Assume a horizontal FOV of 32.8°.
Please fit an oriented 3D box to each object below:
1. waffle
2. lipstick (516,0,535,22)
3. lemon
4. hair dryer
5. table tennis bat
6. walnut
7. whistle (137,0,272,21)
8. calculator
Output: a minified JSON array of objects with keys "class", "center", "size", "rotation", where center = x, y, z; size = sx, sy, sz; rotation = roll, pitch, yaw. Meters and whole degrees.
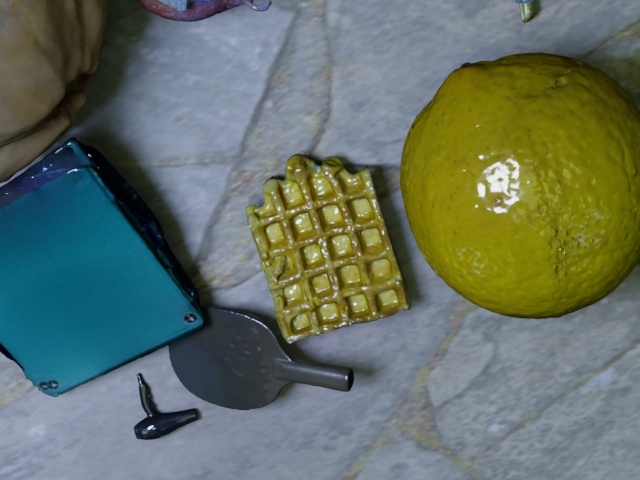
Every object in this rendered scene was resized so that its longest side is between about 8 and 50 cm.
[{"class":"waffle","center":[0.000,0.000,1.261],"size":[0.160,0.055,0.211],"rotation":[-17,104,7]},{"class":"lipstick","center":[0.224,-0.298,1.198],"size":[0.037,0.037,0.116],"rotation":[-11,106,4]},{"class":"lemon","center":[0.218,-0.059,1.136],"size":[0.292,0.293,0.293],"rotation":[0,103,1]},{"class":"hair dryer","center":[-0.198,0.199,1.332],"size":[0.079,0.031,0.083],"rotation":[-19,94,-5]},{"class":"table tennis bat","center":[-0.074,0.146,1.283],"size":[0.234,0.022,0.131],"rotation":[9,112,19]},{"class":"walnut","center":[-0.403,-0.226,1.087],"size":[0.383,0.383,0.384],"rotation":[0,103,1]},{"class":"whistle","center":[-0.198,-0.339,1.154],"size":[0.346,0.134,0.142],"rotation":[33,76,5]},{"class":"calculator","center":[-0.290,0.039,1.239],"size":[0.248,0.058,0.274],"rotation":[-28,120,15]}]
